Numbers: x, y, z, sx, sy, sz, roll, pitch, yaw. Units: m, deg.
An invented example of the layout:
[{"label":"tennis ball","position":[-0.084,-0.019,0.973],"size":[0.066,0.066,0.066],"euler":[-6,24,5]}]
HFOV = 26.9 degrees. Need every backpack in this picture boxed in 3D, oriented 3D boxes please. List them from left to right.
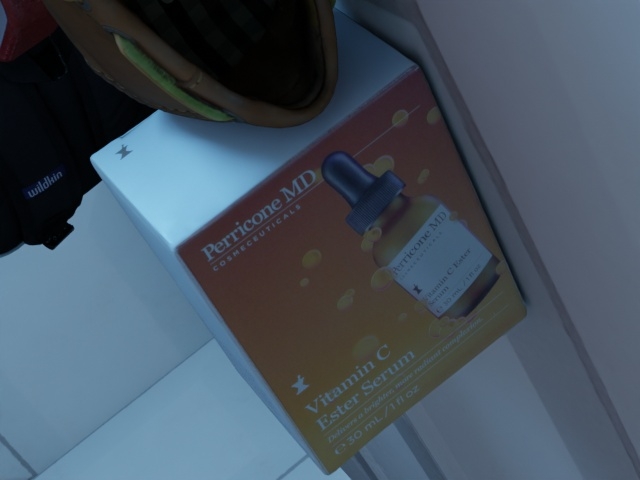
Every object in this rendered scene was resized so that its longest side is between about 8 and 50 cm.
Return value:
[{"label":"backpack","position":[-0.224,-0.132,0.932],"size":[0.191,0.225,0.253],"euler":[45,166,13]}]

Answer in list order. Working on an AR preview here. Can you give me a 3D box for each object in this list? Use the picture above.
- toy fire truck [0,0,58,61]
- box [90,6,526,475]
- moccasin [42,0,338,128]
[{"label":"toy fire truck","position":[-0.234,-0.223,0.683],"size":[0.302,0.169,0.254],"euler":[54,163,-6]},{"label":"box","position":[0.000,0.000,0.617],"size":[0.091,0.130,0.170],"euler":[43,168,47]},{"label":"moccasin","position":[-0.105,-0.178,0.431],"size":[0.147,0.139,0.380],"euler":[32,157,48]}]
